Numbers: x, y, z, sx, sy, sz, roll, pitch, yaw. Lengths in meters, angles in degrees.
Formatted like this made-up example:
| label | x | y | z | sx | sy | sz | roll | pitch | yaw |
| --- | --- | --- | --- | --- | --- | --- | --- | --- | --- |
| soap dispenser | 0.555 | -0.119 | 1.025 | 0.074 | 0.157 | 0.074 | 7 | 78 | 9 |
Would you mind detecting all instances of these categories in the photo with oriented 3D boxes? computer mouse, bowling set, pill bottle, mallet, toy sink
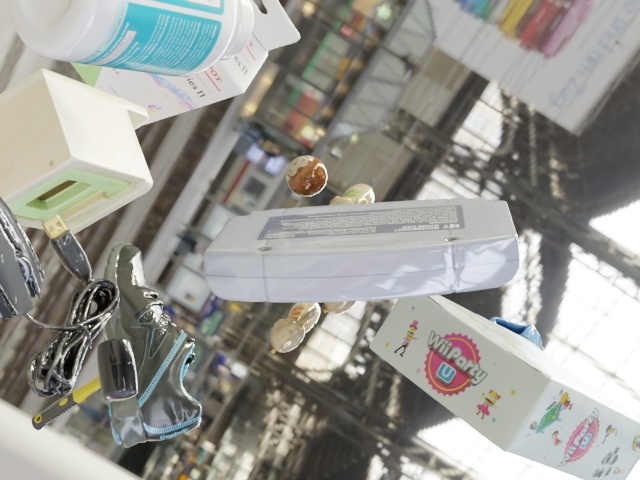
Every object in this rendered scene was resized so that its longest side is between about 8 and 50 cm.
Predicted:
| label | x | y | z | sx | sy | sz | roll | pitch | yaw |
| --- | --- | --- | --- | --- | --- | --- | --- | --- | --- |
| computer mouse | -0.268 | -0.005 | 0.919 | 0.060 | 0.262 | 0.184 | -33 | -166 | 21 |
| bowling set | 0.000 | 0.000 | 1.325 | 0.287 | 0.200 | 0.154 | -39 | -177 | 21 |
| pill bottle | -0.192 | -0.256 | 1.143 | 0.264 | 0.146 | 0.146 | -1 | 131 | -53 |
| mallet | -0.258 | 0.175 | 1.137 | 0.189 | 0.039 | 0.062 | -41 | -125 | 34 |
| toy sink | -0.312 | -0.096 | 1.304 | 0.152 | 0.131 | 0.234 | -27 | 165 | 17 |

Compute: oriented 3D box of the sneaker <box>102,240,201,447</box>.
| label | x | y | z | sx | sy | sz | roll | pitch | yaw |
| --- | --- | --- | --- | --- | --- | --- | --- | --- | --- |
| sneaker | -0.270 | 0.156 | 1.650 | 0.125 | 0.139 | 0.341 | 105 | -24 | -61 |

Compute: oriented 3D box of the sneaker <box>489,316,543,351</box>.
| label | x | y | z | sx | sy | sz | roll | pitch | yaw |
| --- | --- | --- | --- | --- | --- | --- | --- | --- | --- |
| sneaker | 0.362 | 0.225 | 1.827 | 0.091 | 0.240 | 0.126 | -36 | 158 | -47 |

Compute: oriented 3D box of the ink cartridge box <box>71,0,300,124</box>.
| label | x | y | z | sx | sy | sz | roll | pitch | yaw |
| --- | --- | --- | --- | --- | --- | --- | --- | --- | --- |
| ink cartridge box | -0.233 | -0.325 | 1.710 | 0.353 | 0.207 | 0.119 | -12 | -143 | 36 |

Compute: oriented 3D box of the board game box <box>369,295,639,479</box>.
| label | x | y | z | sx | sy | sz | roll | pitch | yaw |
| --- | --- | --- | --- | --- | --- | --- | --- | --- | --- |
| board game box | 0.233 | 0.175 | 1.244 | 0.224 | 0.303 | 0.097 | 35 | -85 | 42 |

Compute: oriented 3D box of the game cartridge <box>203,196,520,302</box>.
| label | x | y | z | sx | sy | sz | roll | pitch | yaw |
| --- | --- | --- | --- | --- | --- | --- | --- | --- | --- |
| game cartridge | 0.042 | 0.007 | 1.031 | 0.196 | 0.294 | 0.060 | -60 | 146 | -77 |
